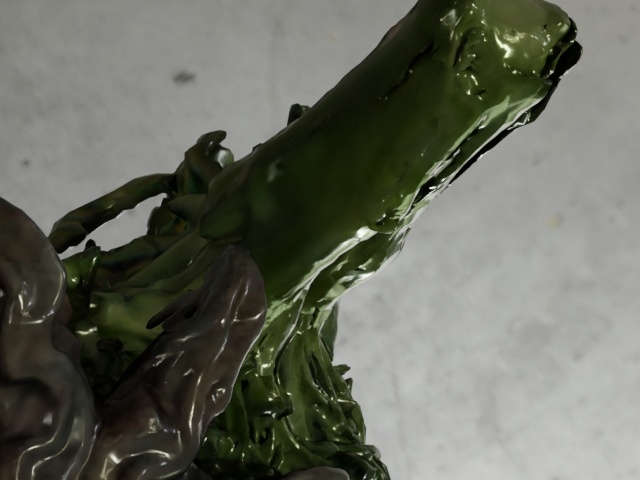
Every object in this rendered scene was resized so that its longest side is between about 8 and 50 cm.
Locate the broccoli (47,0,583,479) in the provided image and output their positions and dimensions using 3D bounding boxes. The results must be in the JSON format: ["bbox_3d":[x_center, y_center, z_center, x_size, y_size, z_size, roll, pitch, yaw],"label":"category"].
[{"bbox_3d":[0.002,-0.001,0.789,0.177,0.198,0.275,44,105,2],"label":"broccoli"}]

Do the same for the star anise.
[{"bbox_3d":[-0.091,0.121,0.655,0.212,0.129,0.283,43,70,-18],"label":"star anise"}]
